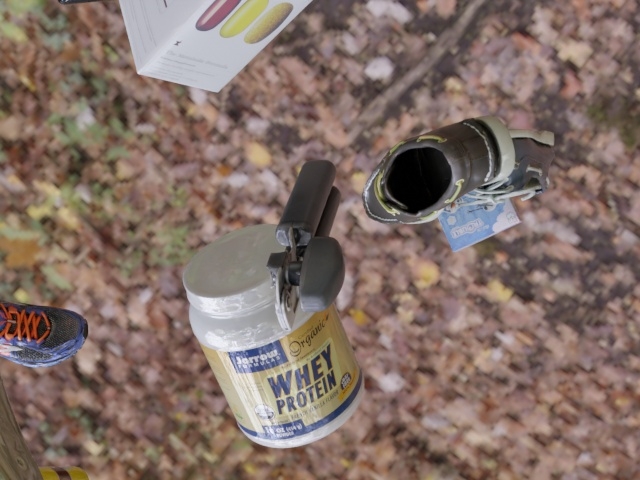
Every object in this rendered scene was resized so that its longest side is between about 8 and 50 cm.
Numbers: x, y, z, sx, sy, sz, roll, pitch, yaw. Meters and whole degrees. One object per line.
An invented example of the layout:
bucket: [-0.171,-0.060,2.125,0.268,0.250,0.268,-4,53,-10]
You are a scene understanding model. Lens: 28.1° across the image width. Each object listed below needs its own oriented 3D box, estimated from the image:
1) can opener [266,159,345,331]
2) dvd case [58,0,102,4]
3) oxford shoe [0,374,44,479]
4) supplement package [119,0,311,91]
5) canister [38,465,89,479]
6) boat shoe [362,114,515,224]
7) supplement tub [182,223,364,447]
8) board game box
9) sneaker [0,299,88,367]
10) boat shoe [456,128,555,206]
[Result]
can opener: [0.000,0.000,1.495,0.095,0.283,0.076,-2,123,15]
dvd case: [-0.157,-0.303,1.153,0.022,0.253,0.180,-33,77,47]
oxford shoe: [-0.330,0.167,1.099,0.449,0.169,0.130,57,171,34]
supplement package: [-0.127,-0.321,1.629,0.244,0.139,0.133,-39,57,38]
canister: [-0.368,0.309,1.537,0.126,0.073,0.170,-13,167,17]
boat shoe: [0.090,-0.059,1.192,0.228,0.069,0.081,-28,82,61]
supplement tub: [-0.077,0.154,2.076,0.228,0.228,0.316,13,135,44]
board game box: [0.183,-0.044,1.541,0.090,0.090,0.020,66,-162,8]
sneaker: [-0.410,0.114,1.650,0.221,0.083,0.087,1,162,4]
boat shoe: [0.195,-0.079,1.400,0.095,0.254,0.079,-4,92,23]
